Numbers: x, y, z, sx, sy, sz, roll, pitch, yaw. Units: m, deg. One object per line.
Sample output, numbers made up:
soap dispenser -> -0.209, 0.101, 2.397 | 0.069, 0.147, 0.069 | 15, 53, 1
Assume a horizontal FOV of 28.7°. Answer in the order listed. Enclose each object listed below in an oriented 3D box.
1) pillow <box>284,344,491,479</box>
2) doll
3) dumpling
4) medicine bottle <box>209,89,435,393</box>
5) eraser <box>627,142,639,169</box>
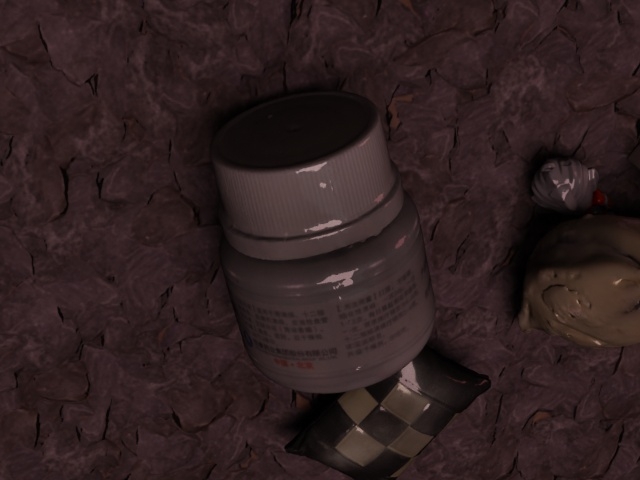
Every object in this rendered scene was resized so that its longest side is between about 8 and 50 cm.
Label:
pillow -> 0.092, 0.238, 1.725 | 0.186, 0.106, 0.250 | 34, 108, -28
doll -> 0.336, -0.060, 1.664 | 0.094, 0.079, 0.180 | -26, 139, 25
dumpling -> 0.399, 0.031, 1.656 | 0.243, 0.318, 0.187 | -35, 100, -31
medicine bottle -> 0.000, 0.000, 1.490 | 0.245, 0.245, 0.306 | -17, 120, -8
eraser -> 0.516, -0.059, 1.706 | 0.212, 0.092, 0.046 | 31, 106, -27
